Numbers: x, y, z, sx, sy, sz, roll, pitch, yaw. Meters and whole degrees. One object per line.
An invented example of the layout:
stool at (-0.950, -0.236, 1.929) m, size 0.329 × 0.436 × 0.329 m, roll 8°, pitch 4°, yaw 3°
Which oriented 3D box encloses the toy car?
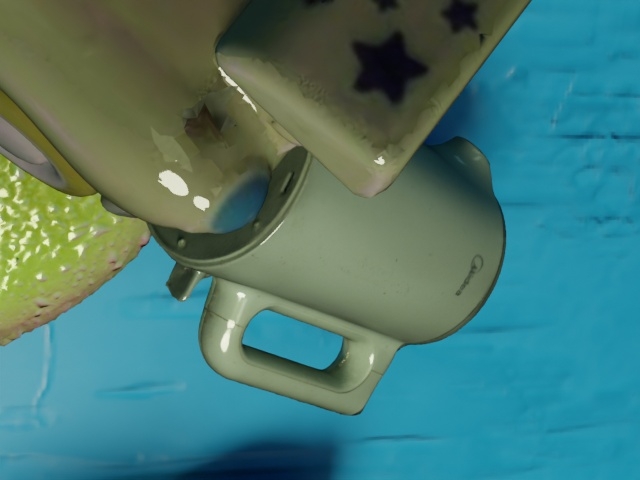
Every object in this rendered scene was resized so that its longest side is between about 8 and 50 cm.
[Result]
toy car at (-0.087, -0.174, 0.587) m, size 0.336 × 0.226 × 0.242 m, roll 42°, pitch 76°, yaw -18°

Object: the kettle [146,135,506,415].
kettle at (0.005, -0.002, 0.777) m, size 0.148 × 0.098 × 0.127 m, roll 27°, pitch 60°, yaw -46°

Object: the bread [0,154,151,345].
bread at (-0.171, -0.076, 0.736) m, size 0.301 × 0.045 × 0.301 m, roll -9°, pitch 115°, yaw -19°
